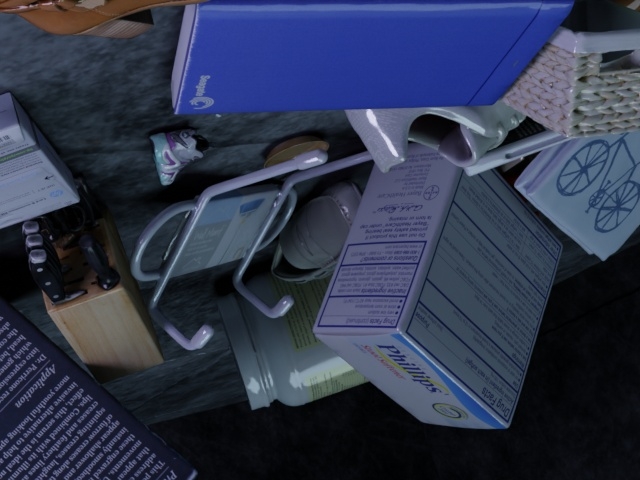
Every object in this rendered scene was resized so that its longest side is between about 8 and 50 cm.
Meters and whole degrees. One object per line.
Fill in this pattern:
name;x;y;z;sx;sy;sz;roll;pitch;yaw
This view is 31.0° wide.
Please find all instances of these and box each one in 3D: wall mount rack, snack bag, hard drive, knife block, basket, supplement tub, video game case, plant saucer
wall mount rack;-0.063;-0.022;1.409;0.304;0.130;0.350;-59;161;22
snack bag;0.420;-0.144;1.484;0.342;0.037;0.323;-50;146;8
hard drive;0.036;-0.173;1.027;0.318;0.040;0.210;-3;163;-13
knife block;-0.257;0.060;1.281;0.088;0.276;0.242;-18;-164;-3
basket;0.244;-0.172;1.108;0.113;0.103;0.167;-8;-154;-19
supplement tub;0.005;0.143;1.964;0.324;0.235;0.235;-18;167;-7
video game case;0.221;-0.148;1.316;0.173;0.022;0.190;-19;-149;0
plant saucer;-0.031;-0.108;1.393;0.083;0.015;0.083;-19;167;-5

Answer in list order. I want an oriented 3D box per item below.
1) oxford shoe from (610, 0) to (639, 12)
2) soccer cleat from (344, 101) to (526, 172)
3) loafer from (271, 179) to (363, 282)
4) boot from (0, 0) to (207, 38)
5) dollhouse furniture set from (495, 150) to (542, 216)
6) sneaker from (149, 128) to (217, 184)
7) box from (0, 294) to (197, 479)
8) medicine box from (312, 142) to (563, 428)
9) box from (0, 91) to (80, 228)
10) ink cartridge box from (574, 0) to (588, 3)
oxford shoe;0.334;-0.277;1.175;0.212;0.076;0.076;-21;137;16
soccer cleat;0.178;-0.153;1.239;0.331;0.143;0.116;-15;166;-22
loafer;0.000;0.000;1.661;0.111;0.112;0.319;-25;169;-18
boot;-0.143;-0.196;0.770;0.197;0.073;0.152;-33;157;36
dollhouse furniture set;0.330;-0.127;1.574;0.262;0.135;0.259;-9;163;-39
sneaker;-0.145;-0.092;1.241;0.069;0.038;0.098;-17;167;-9
box;-0.365;0.253;1.444;0.212;0.395;0.293;-47;174;-16
medicine box;0.161;0.058;1.498;0.149;0.289;0.263;-2;146;43
box;-0.322;-0.061;1.078;0.145;0.038;0.186;-19;159;-1
ink cartridge box;0.251;-0.268;1.056;0.209;0.062;0.109;-13;167;-27
